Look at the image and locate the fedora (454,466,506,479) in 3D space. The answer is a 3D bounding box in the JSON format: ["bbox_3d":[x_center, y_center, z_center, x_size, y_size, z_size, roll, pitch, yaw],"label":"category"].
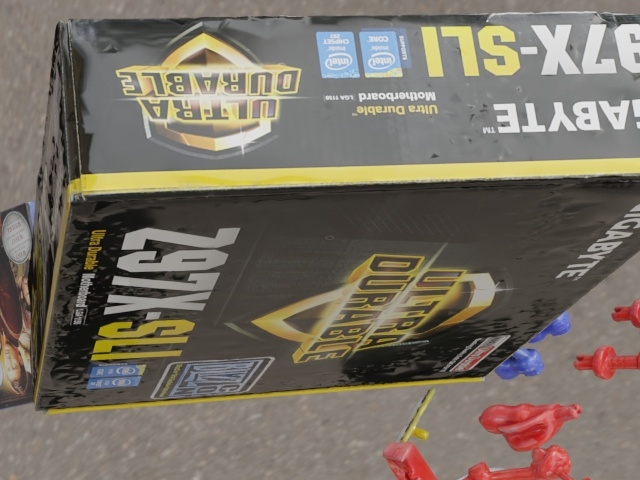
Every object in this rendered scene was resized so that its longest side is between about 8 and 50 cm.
[{"bbox_3d":[0.175,0.361,1.429,0.243,0.124,0.276,-13,111,-41],"label":"fedora"}]

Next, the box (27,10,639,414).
[{"bbox_3d":[0.000,0.000,0.711,0.257,0.322,0.079,-1,71,-14],"label":"box"}]

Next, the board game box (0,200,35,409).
[{"bbox_3d":[-0.288,0.067,1.363,0.042,0.243,0.165,-11,86,-43],"label":"board game box"}]

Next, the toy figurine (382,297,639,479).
[{"bbox_3d":[0.136,-0.024,1.049,0.362,0.191,0.217,-50,118,-32],"label":"toy figurine"}]
